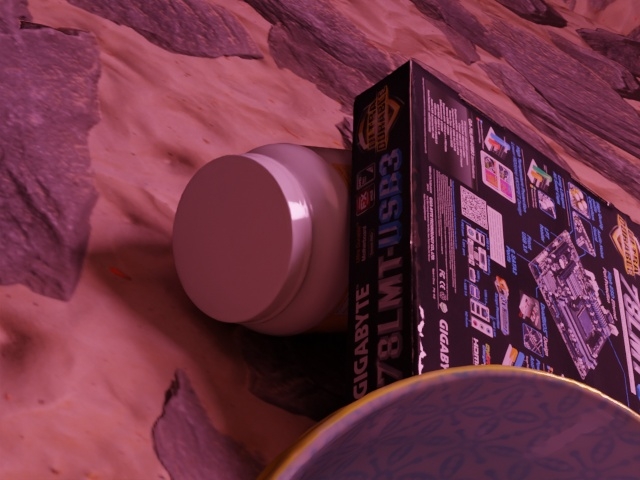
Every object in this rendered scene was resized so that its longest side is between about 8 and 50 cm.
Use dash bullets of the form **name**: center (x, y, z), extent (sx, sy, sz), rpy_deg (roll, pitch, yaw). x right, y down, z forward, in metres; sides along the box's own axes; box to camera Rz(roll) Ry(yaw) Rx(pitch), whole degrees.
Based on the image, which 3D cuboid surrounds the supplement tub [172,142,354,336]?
- **supplement tub**: center (0.000, 0.000, 1.121), extent (0.200, 0.144, 0.144), rpy_deg (2, 35, -49)

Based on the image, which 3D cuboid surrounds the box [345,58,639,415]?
- **box**: center (0.147, 0.055, 1.068), extent (0.293, 0.073, 0.295), rpy_deg (31, 43, -33)

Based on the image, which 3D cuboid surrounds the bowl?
- **bowl**: center (0.050, 0.209, 0.674), extent (0.289, 0.289, 0.156), rpy_deg (22, -20, -18)
